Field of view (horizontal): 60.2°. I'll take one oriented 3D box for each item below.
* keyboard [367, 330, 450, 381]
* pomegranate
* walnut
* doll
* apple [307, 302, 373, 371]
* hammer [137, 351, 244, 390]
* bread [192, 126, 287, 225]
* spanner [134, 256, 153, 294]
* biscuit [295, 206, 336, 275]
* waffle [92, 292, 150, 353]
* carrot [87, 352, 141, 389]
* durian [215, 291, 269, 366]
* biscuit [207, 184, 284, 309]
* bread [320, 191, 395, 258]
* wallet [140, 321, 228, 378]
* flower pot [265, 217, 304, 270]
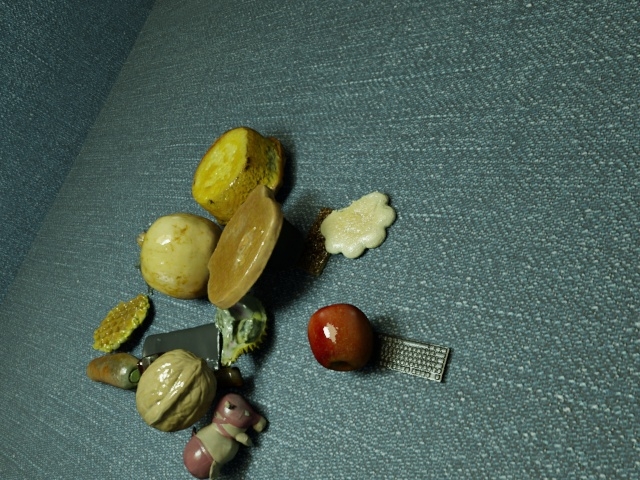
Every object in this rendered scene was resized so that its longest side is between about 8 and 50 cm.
[{"bbox_3d":[0.198,0.306,1.486,0.310,0.018,0.100,5,69,42],"label":"keyboard"},{"bbox_3d":[-0.513,0.050,2.014,0.343,0.342,0.342,-20,54,31],"label":"pomegranate"},{"bbox_3d":[-0.429,0.447,1.649,0.261,0.225,0.225,-47,45,17],"label":"walnut"},{"bbox_3d":[-0.298,0.586,1.649,0.256,0.152,0.196,-51,10,-16],"label":"doll"},{"bbox_3d":[0.052,0.263,1.496,0.181,0.181,0.168,-19,54,31],"label":"apple"},{"bbox_3d":[-0.421,0.467,1.799,0.409,0.095,0.242,-17,82,30],"label":"hammer"},{"bbox_3d":[-0.307,-0.246,2.095,0.398,0.215,0.397,-25,49,33],"label":"bread"},{"bbox_3d":[-0.754,0.151,2.376,0.054,0.015,0.254,-48,45,4],"label":"spanner"},{"bbox_3d":[0.000,0.000,1.825,0.131,0.025,0.230,17,77,45],"label":"biscuit"},{"bbox_3d":[-0.808,0.329,2.246,0.301,0.058,0.281,-6,44,45],"label":"waffle"},{"bbox_3d":[-0.788,0.498,2.123,0.302,0.139,0.138,-8,61,37],"label":"carrot"},{"bbox_3d":[-0.265,0.273,1.787,0.172,0.166,0.306,-29,44,22],"label":"durian"},{"bbox_3d":[-0.241,0.024,1.765,0.385,0.062,0.365,-53,31,17],"label":"biscuit"},{"bbox_3d":[0.117,-0.042,1.726,0.251,0.039,0.181,-27,55,18],"label":"bread"},{"bbox_3d":[-0.484,0.421,1.948,0.406,0.062,0.228,-16,64,33],"label":"wallet"},{"bbox_3d":[-0.149,0.012,1.838,0.235,0.148,0.235,-35,43,40],"label":"flower pot"}]
